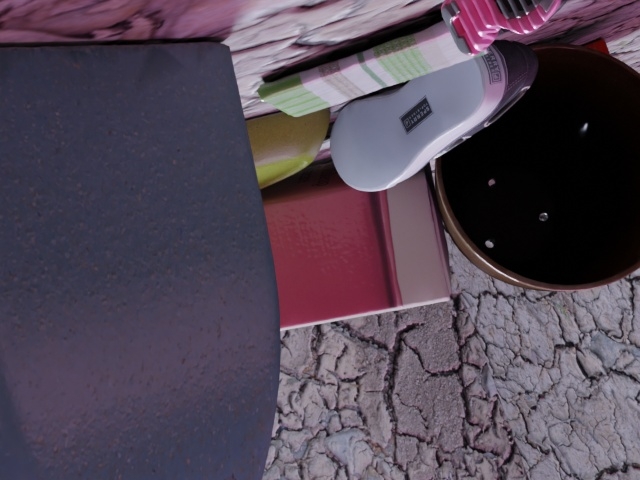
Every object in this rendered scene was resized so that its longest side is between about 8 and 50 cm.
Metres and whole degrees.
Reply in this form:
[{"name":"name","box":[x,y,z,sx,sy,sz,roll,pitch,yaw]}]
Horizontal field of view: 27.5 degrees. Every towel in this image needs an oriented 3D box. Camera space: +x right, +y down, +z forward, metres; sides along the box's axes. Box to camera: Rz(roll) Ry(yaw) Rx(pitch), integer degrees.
[{"name":"towel","box":[0.038,-0.122,0.886,0.152,0.023,0.113,-18,175,9]}]

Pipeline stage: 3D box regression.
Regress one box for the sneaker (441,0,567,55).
[{"name":"sneaker","box":[0.118,-0.144,0.761,0.057,0.047,0.119,-26,-173,-19]}]

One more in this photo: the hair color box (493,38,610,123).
[{"name":"hair color box","box":[0.218,-0.150,1.285,0.141,0.043,0.072,-21,176,11]}]

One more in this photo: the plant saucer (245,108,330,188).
[{"name":"plant saucer","box":[-0.099,-0.052,1.091,0.241,0.037,0.241,-20,177,-1]}]

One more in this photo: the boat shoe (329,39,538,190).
[{"name":"boat shoe","box":[0.091,-0.104,1.056,0.076,0.080,0.228,-16,168,-33]}]

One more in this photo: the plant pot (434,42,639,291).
[{"name":"plant pot","box":[0.195,-0.044,1.211,0.215,0.215,0.230,-19,172,-7]}]

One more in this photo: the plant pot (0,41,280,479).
[{"name":"plant pot","box":[-0.164,0.063,0.664,0.248,0.252,0.247,-21,178,33]}]

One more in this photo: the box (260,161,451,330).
[{"name":"box","box":[0.000,0.000,1.245,0.232,0.126,0.148,-11,-167,7]}]
